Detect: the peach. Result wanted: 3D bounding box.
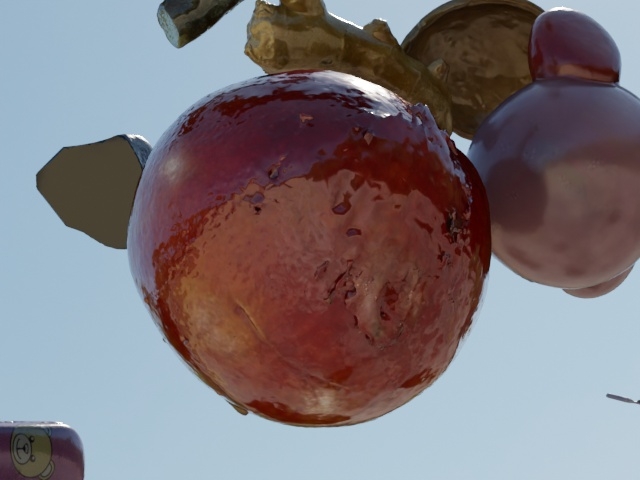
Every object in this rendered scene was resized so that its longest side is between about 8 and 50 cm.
[{"bbox_3d":[0.000,0.000,1.517,0.370,0.370,0.370,-9,-21,-3],"label":"peach"}]

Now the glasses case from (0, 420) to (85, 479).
[{"bbox_3d":[-0.396,0.268,1.874,0.076,0.123,0.316,4,-2,41],"label":"glasses case"}]

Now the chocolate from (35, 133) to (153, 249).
[{"bbox_3d":[-0.236,-0.068,1.870,0.148,0.125,0.080,25,13,17],"label":"chocolate"}]

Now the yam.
[{"bbox_3d":[-0.039,-0.274,1.503,0.274,0.061,0.061,-40,-14,-16],"label":"yam"}]

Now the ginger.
[{"bbox_3d":[0.041,-0.192,1.803,0.299,0.065,0.118,28,-82,-36],"label":"ginger"}]

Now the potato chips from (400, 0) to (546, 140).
[{"bbox_3d":[0.187,-0.208,1.914,0.208,0.062,0.195,-3,-54,-3],"label":"potato chips"}]

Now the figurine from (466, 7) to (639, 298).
[{"bbox_3d":[0.261,-0.073,1.692,0.261,0.269,0.211,-54,-12,18],"label":"figurine"}]

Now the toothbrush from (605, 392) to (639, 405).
[{"bbox_3d":[0.357,0.186,1.923,0.008,0.006,0.097,36,-9,-14],"label":"toothbrush"}]
